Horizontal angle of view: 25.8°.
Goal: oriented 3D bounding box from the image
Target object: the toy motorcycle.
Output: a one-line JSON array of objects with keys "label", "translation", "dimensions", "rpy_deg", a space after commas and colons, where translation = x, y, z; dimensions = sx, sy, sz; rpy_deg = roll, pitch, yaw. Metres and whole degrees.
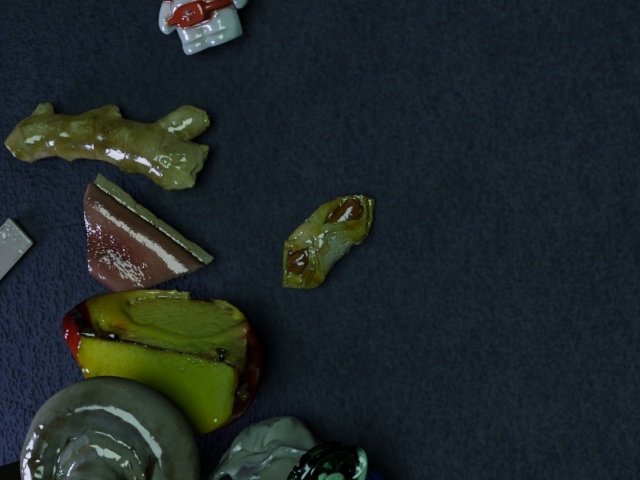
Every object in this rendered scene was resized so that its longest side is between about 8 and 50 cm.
[{"label": "toy motorcycle", "translation": [-0.009, 0.391, 1.748], "dimensions": [0.125, 0.196, 0.331], "rpy_deg": [39, 113, 43]}]

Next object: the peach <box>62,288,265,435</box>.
[{"label": "peach", "translation": [-0.200, 0.155, 1.810], "dimensions": [0.267, 0.159, 0.154], "rpy_deg": [8, 116, 16]}]

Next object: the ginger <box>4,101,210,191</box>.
[{"label": "ginger", "translation": [-0.290, -0.130, 1.886], "dimensions": [0.299, 0.065, 0.118], "rpy_deg": [4, 77, 15]}]

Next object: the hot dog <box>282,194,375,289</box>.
[{"label": "hot dog", "translation": [0.000, 0.001, 1.802], "dimensions": [0.078, 0.061, 0.169], "rpy_deg": [45, 101, 13]}]

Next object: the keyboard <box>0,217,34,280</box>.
[{"label": "keyboard", "translation": [-0.471, 0.042, 1.964], "dimensions": [0.055, 0.017, 0.166], "rpy_deg": [45, 101, 7]}]

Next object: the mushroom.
[{"label": "mushroom", "translation": [-0.260, 0.279, 1.705], "dimensions": [0.227, 0.178, 0.226], "rpy_deg": [5, 106, 19]}]

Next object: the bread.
[{"label": "bread", "translation": [-0.251, 0.010, 1.868], "dimensions": [0.192, 0.067, 0.119], "rpy_deg": [39, 107, 6]}]

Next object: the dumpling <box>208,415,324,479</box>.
[{"label": "dumpling", "translation": [-0.063, 0.277, 1.786], "dimensions": [0.188, 0.127, 0.108], "rpy_deg": [-10, 74, 19]}]

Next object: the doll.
[{"label": "doll", "translation": [-0.187, -0.391, 1.824], "dimensions": [0.161, 0.130, 0.290], "rpy_deg": [-15, 100, 29]}]

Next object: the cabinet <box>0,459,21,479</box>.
[{"label": "cabinet", "translation": [-0.360, 0.419, 1.860], "dimensions": [0.215, 0.148, 0.174], "rpy_deg": [22, 96, 14]}]
